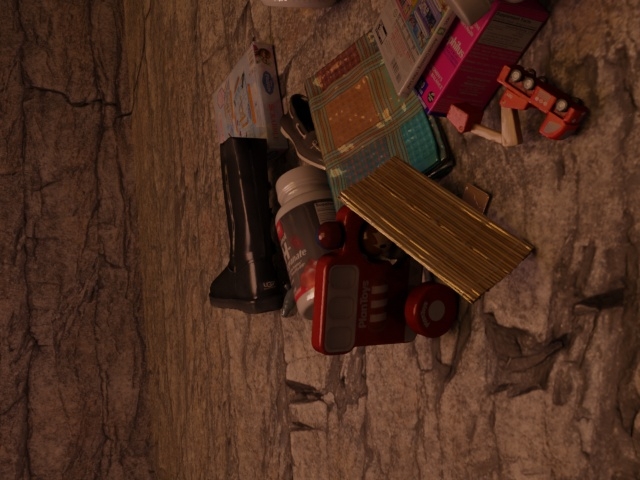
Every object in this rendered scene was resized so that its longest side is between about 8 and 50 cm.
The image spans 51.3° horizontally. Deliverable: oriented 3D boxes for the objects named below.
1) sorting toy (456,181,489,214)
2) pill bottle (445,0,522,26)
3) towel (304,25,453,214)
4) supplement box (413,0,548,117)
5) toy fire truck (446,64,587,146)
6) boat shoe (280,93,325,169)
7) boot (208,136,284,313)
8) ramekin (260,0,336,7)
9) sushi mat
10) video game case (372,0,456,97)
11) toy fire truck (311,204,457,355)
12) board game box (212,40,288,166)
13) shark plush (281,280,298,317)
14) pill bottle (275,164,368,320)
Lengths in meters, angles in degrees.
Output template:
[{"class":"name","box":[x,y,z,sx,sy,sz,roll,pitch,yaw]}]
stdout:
[{"class":"sorting toy","box":[0.263,-0.070,1.174,0.083,0.012,0.062,42,131,47]},{"class":"pill bottle","box":[0.278,-0.424,0.901,0.272,0.152,0.152,-39,51,15]},{"class":"towel","box":[0.097,-0.242,1.347,0.271,0.040,0.370,-31,62,33]},{"class":"supplement box","box":[0.249,-0.319,1.099,0.220,0.114,0.111,-58,42,39]},{"class":"toy fire truck","box":[0.300,-0.195,1.032,0.192,0.047,0.135,45,130,29]},{"class":"boat shoe","box":[-0.010,-0.251,1.540,0.335,0.112,0.095,-131,45,-53]},{"class":"boot","box":[-0.227,-0.044,1.807,0.367,0.146,0.445,-1,99,58]},{"class":"ramekin","box":[-0.052,-0.595,1.526,0.207,0.207,0.109,36,130,54]},{"class":"sushi mat","box":[0.184,-0.029,1.106,0.316,0.151,0.019,40,150,32]},{"class":"video game case","box":[0.160,-0.382,1.137,0.212,0.023,0.193,-102,31,-41]},{"class":"toy fire truck","box":[0.105,0.052,1.205,0.169,0.254,0.302,14,103,58]},{"class":"board game box","box":[-0.210,-0.348,1.921,0.318,0.066,0.319,-29,66,56]},{"class":"shark plush","box":[-0.065,0.113,1.678,0.073,0.067,0.161,24,111,57]},{"class":"pill bottle","box":[0.000,0.000,1.461,0.176,0.176,0.319,-49,50,49]}]
